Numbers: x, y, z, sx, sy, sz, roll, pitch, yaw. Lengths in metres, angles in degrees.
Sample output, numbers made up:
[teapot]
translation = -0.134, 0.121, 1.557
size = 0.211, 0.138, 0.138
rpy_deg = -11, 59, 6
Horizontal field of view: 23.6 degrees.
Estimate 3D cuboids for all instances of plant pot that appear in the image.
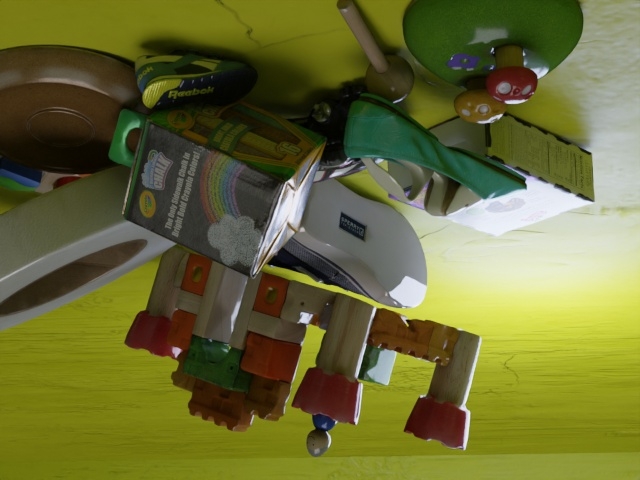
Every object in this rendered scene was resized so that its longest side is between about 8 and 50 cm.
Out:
[plant pot]
translation = -0.289, -0.135, 1.716
size = 0.236, 0.032, 0.236
rpy_deg = 0, 150, 0

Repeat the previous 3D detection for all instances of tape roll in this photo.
[tape roll]
translation = -0.318, 0.015, 1.864
size = 0.392, 0.072, 0.392
rpy_deg = -26, 174, -3

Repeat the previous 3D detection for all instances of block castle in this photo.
[block castle]
translation = -0.033, 0.166, 2.106
size = 0.303, 0.213, 0.453
rpy_deg = 19, 177, -43

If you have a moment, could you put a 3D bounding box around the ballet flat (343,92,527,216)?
[ballet flat]
translation = 0.118, -0.075, 1.665
size = 0.247, 0.087, 0.083
rpy_deg = 24, 175, -33

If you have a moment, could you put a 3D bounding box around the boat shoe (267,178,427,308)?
[boat shoe]
translation = 0.000, 0.000, 2.027
size = 0.158, 0.127, 0.340
rpy_deg = -4, 154, 34

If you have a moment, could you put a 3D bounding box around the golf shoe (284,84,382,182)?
[golf shoe]
translation = -0.023, -0.096, 1.773
size = 0.273, 0.105, 0.120
rpy_deg = -11, 164, 29

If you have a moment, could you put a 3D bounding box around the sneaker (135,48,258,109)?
[sneaker]
translation = -0.132, -0.178, 1.632
size = 0.144, 0.059, 0.053
rpy_deg = -5, 137, -36

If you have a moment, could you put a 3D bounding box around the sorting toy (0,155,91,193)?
[sorting toy]
translation = -0.321, -0.089, 1.882
size = 0.208, 0.038, 0.193
rpy_deg = 9, 157, -23

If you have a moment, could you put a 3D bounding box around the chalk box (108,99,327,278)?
[chalk box]
translation = -0.125, -0.078, 1.664
size = 0.213, 0.132, 0.132
rpy_deg = 26, 121, 11

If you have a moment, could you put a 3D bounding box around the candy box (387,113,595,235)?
[candy box]
translation = 0.206, -0.080, 1.851
size = 0.196, 0.070, 0.165
rpy_deg = 19, 153, -39

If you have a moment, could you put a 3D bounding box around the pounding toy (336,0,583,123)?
[pounding toy]
translation = 0.148, -0.173, 1.547
size = 0.237, 0.110, 0.183
rpy_deg = -5, 159, 14
